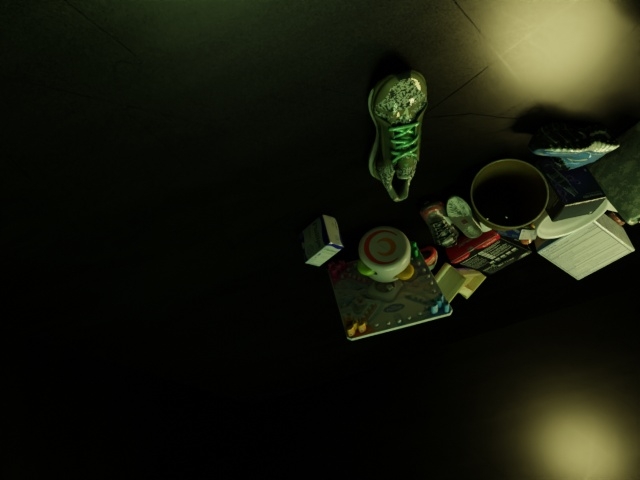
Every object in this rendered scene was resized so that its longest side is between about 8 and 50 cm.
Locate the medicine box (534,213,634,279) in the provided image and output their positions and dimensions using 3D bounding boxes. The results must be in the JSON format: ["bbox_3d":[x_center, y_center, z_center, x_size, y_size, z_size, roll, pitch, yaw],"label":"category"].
[{"bbox_3d":[1.143,-0.002,1.918,0.289,0.149,0.263,30,133,-18],"label":"medicine box"}]

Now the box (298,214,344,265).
[{"bbox_3d":[0.000,0.000,1.521,0.072,0.126,0.137,16,137,-40],"label":"box"}]

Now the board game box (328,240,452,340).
[{"bbox_3d":[0.248,0.175,1.686,0.390,0.390,0.050,-15,130,-1],"label":"board game box"}]

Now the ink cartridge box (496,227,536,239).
[{"bbox_3d":[0.819,-0.038,1.813,0.207,0.097,0.046,-1,107,-48],"label":"ink cartridge box"}]

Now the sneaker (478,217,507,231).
[{"bbox_3d":[0.696,-0.108,1.717,0.094,0.080,0.212,26,132,-33],"label":"sneaker"}]

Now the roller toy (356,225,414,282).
[{"bbox_3d":[0.246,0.055,1.656,0.210,0.191,0.146,-1,152,10],"label":"roller toy"}]

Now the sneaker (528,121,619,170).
[{"bbox_3d":[0.799,-0.286,1.409,0.330,0.129,0.147,-2,145,-22],"label":"sneaker"}]

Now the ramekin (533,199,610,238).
[{"bbox_3d":[0.953,-0.139,1.707,0.277,0.135,0.277,-10,148,-7],"label":"ramekin"}]

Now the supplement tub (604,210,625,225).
[{"bbox_3d":[1.276,-0.067,2.009,0.106,0.106,0.198,8,143,-34],"label":"supplement tub"}]

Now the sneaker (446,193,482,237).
[{"bbox_3d":[0.517,-0.113,1.610,0.083,0.118,0.222,-25,128,25],"label":"sneaker"}]

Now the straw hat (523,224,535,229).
[{"bbox_3d":[0.820,-0.091,1.800,0.145,0.144,0.061,5,103,-31],"label":"straw hat"}]

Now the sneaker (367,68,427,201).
[{"bbox_3d":[0.219,-0.254,1.144,0.158,0.182,0.410,-14,149,-2],"label":"sneaker"}]

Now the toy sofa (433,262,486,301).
[{"bbox_3d":[0.611,0.173,2.013,0.363,0.177,0.150,4,125,-56],"label":"toy sofa"}]

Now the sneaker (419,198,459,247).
[{"bbox_3d":[0.451,-0.055,1.628,0.098,0.135,0.276,-25,147,19],"label":"sneaker"}]

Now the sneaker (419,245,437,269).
[{"bbox_3d":[0.371,0.089,1.885,0.279,0.107,0.118,-20,139,-8],"label":"sneaker"}]

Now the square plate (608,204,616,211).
[{"bbox_3d":[1.331,-0.244,1.791,0.347,0.049,0.344,6,142,-32],"label":"square plate"}]

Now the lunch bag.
[{"bbox_3d":[1.098,-0.220,1.496,0.169,0.286,0.235,10,140,-36],"label":"lunch bag"}]

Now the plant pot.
[{"bbox_3d":[0.636,-0.130,1.534,0.237,0.237,0.254,-20,165,7],"label":"plant pot"}]

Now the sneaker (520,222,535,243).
[{"bbox_3d":[0.932,-0.064,1.908,0.064,0.067,0.175,33,118,-2],"label":"sneaker"}]

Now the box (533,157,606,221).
[{"bbox_3d":[0.849,-0.186,1.517,0.153,0.207,0.108,-13,150,-5],"label":"box"}]

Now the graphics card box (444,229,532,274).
[{"bbox_3d":[0.760,0.041,1.965,0.371,0.094,0.233,15,137,-40],"label":"graphics card box"}]
